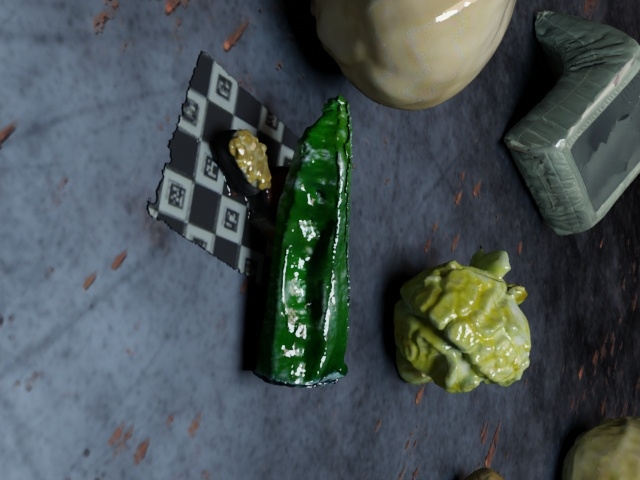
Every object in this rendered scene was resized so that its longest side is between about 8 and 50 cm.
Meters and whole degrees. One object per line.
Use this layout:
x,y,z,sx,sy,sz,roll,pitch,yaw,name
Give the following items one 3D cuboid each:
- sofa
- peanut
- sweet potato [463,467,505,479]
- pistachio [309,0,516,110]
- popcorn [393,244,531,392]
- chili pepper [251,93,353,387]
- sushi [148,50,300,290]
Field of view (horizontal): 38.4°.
0.328,-0.158,1.242,0.225,0.176,0.210,-49,136,-7,sofa
0.412,0.374,1.287,0.340,0.158,0.174,-55,135,-42,peanut
0.244,0.416,1.083,0.109,0.109,0.385,-43,117,-49,sweet potato
0.096,-0.228,0.790,0.299,0.188,0.187,-55,133,-47,pistachio
0.139,0.081,0.898,0.162,0.141,0.135,-43,139,1,popcorn
0.000,0.000,0.716,0.088,0.059,0.226,1,99,-56,chili pepper
-0.042,-0.042,0.713,0.201,0.031,0.139,37,60,-50,sushi
